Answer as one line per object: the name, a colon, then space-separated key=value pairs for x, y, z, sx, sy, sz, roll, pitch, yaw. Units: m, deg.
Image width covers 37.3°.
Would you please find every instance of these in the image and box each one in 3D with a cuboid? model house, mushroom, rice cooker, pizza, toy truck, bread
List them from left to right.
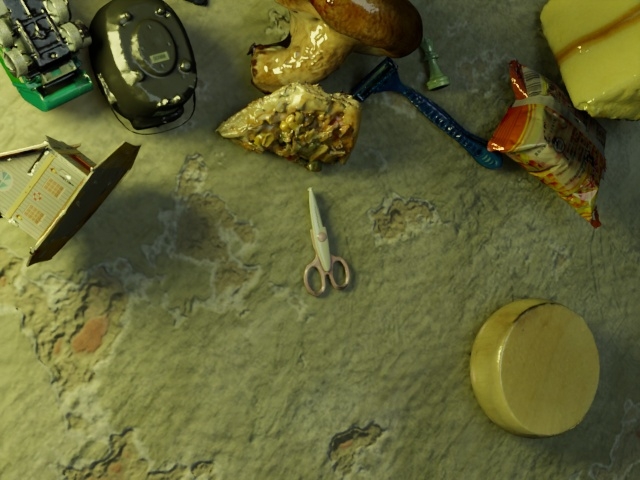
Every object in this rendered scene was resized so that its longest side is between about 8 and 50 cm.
toy truck: x=-0.404 y=-0.300 z=1.278 sx=0.114 sy=0.124 sz=0.253 roll=-34 pitch=101 yaw=-28
model house: x=-0.361 y=-0.089 z=1.267 sx=0.136 sy=0.219 sz=0.207 roll=37 pitch=96 yaw=-4
rice cooker: x=-0.252 y=-0.255 z=1.362 sx=0.142 sy=0.118 sz=0.202 roll=-22 pitch=94 yaw=-29
pizza: x=-0.033 y=-0.174 z=1.473 sx=0.226 sy=0.147 sz=0.069 roll=12 pitch=42 yaw=-31
mushroom: x=0.034 y=-0.344 z=1.479 sx=0.267 sy=0.254 sz=0.267 roll=13 pitch=45 yaw=-13
bread: x=0.558 y=-0.344 z=1.808 sx=0.236 sy=0.198 sz=0.263 roll=26 pitch=46 yaw=-56

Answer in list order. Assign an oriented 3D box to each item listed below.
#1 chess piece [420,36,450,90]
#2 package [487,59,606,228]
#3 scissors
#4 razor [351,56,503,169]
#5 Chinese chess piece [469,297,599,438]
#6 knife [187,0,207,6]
chess piece: x=0.198 y=-0.313 z=1.669 sx=0.042 sy=0.042 sz=0.093 roll=-14 pitch=87 yaw=-30
package: x=0.439 y=-0.179 z=1.744 sx=0.288 sy=0.108 sz=0.223 roll=30 pitch=59 yaw=-21
scissors: x=0.000 y=0.000 z=1.542 sx=0.086 sy=0.022 sz=0.176 roll=-13 pitch=96 yaw=-26
razor: x=0.203 y=-0.217 z=1.659 sx=0.324 sy=0.093 sz=0.056 roll=28 pitch=38 yaw=-29
Chinese chess piece: x=0.384 y=0.229 z=1.701 sx=0.251 sy=0.097 sz=0.250 roll=2 pitch=85 yaw=-28
knife: x=-0.225 y=-0.382 z=1.445 sx=0.121 sy=0.018 sz=0.031 roll=14 pitch=73 yaw=-29
